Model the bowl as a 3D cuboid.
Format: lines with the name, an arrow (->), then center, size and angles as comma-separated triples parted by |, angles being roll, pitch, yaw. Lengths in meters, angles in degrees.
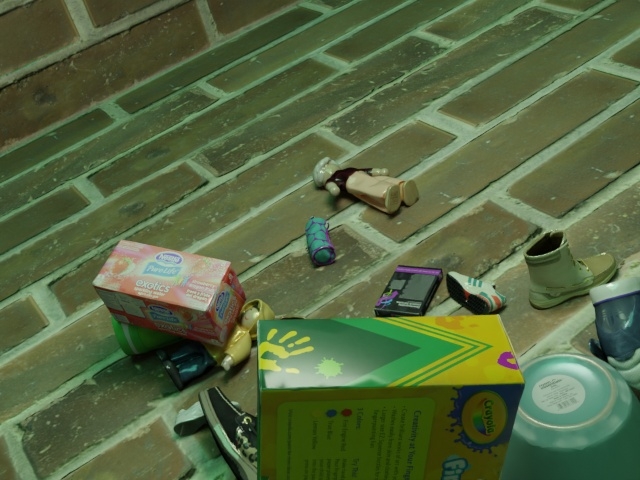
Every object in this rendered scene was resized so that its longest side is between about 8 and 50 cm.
bowl -> 0.439, 0.319, 1.490 | 0.312, 0.163, 0.311 | -11, 36, 8

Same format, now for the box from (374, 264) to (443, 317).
box -> 0.208, 0.122, 1.970 | 0.116, 0.029, 0.162 | 5, 40, 30

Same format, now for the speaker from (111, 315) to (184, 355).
speaker -> -0.351, 0.179, 2.051 | 0.297, 0.131, 0.131 | -20, 35, -4

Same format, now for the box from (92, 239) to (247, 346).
box -> -0.343, 0.117, 1.915 | 0.300, 0.154, 0.142 | 10, 55, 21

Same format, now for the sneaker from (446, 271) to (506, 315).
sneaker -> 0.354, 0.115, 1.905 | 0.075, 0.057, 0.161 | -15, 30, -26

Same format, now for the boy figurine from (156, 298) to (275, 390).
boy figurine -> -0.230, 0.240, 1.951 | 0.285, 0.092, 0.177 | -29, 34, -11

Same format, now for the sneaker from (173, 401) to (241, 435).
sneaker -> -0.246, 0.370, 1.812 | 0.152, 0.053, 0.061 | -16, 32, 4

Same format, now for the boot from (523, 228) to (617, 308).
boot -> 0.542, 0.042, 1.812 | 0.213, 0.165, 0.077 | -24, 36, -6

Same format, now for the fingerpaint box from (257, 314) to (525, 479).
fingerpaint box -> 0.085, 0.332, 1.311 | 0.371, 0.444, 0.163 | -1, 35, -5

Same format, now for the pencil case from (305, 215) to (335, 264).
pencil case -> 0.000, 0.000, 2.193 | 0.070, 0.064, 0.151 | -37, 32, 16

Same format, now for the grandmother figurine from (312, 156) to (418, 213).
grandmother figurine -> 0.099, -0.160, 2.348 | 0.208, 0.104, 0.342 | -9, 21, -40

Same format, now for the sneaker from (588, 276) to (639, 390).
sneaker -> 0.643, 0.192, 1.625 | 0.130, 0.236, 0.323 | -25, -17, 39

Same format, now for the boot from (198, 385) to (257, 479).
boot -> -0.053, 0.372, 1.651 | 0.284, 0.138, 0.377 | -31, 41, -16

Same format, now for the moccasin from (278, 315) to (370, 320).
moccasin -> 0.060, 0.242, 1.769 | 0.380, 0.147, 0.139 | 21, 50, 41
